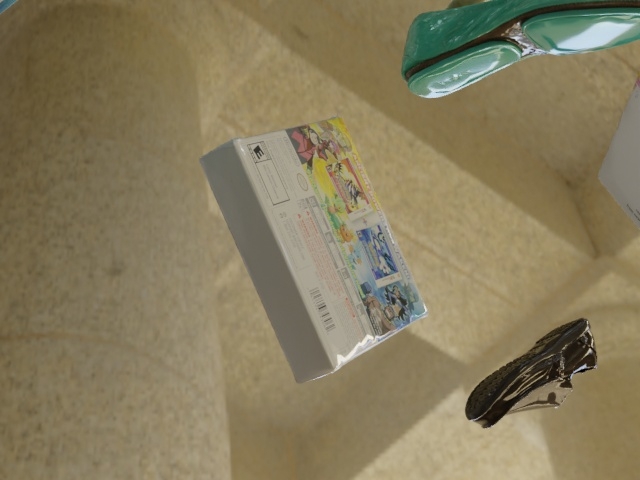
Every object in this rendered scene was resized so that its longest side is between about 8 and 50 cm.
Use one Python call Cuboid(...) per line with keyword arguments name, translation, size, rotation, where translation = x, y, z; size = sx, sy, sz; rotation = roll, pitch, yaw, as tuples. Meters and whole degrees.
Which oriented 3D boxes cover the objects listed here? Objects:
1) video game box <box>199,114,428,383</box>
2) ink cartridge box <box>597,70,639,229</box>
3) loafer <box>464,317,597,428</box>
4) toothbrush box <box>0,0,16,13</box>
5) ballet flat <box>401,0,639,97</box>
Cuboid(name="video game box", translation=(0.000, 0.000, 1.041), size=(0.048, 0.187, 0.205), rotation=(-25, -92, 34))
Cuboid(name="ink cartridge box", translation=(0.451, -0.118, 1.235), size=(0.198, 0.197, 0.270), rotation=(-15, -38, -22))
Cuboid(name="loafer", translation=(0.269, 0.172, 1.468), size=(0.220, 0.078, 0.080), rotation=(-30, -3, -30))
Cuboid(name="toothbrush box", translation=(-0.156, -0.307, 0.835), size=(0.126, 0.216, 0.296), rotation=(44, -31, -24))
Cuboid(name="ballet flat", translation=(0.173, -0.193, 1.015), size=(0.247, 0.087, 0.083), rotation=(-13, -22, 34))
